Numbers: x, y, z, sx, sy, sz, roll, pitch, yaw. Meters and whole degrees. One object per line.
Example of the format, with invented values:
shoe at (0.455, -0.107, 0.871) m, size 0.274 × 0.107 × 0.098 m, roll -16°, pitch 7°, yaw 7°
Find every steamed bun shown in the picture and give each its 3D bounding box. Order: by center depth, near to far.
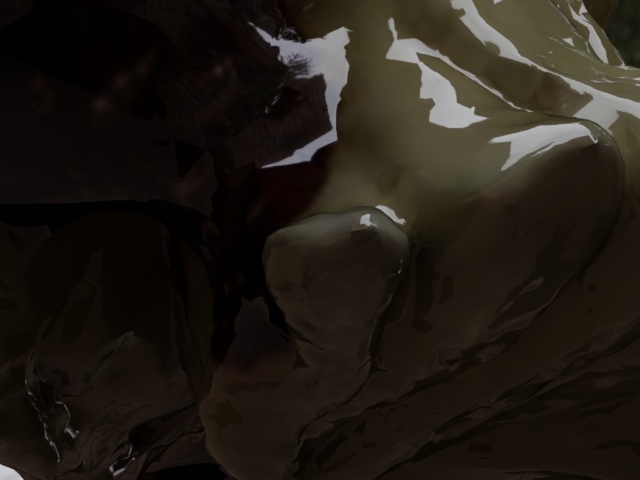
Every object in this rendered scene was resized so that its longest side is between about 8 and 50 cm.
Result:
steamed bun at (0.000, 0.000, 0.495) m, size 0.247 × 0.189 × 0.428 m, roll -21°, pitch -27°, yaw 1°
